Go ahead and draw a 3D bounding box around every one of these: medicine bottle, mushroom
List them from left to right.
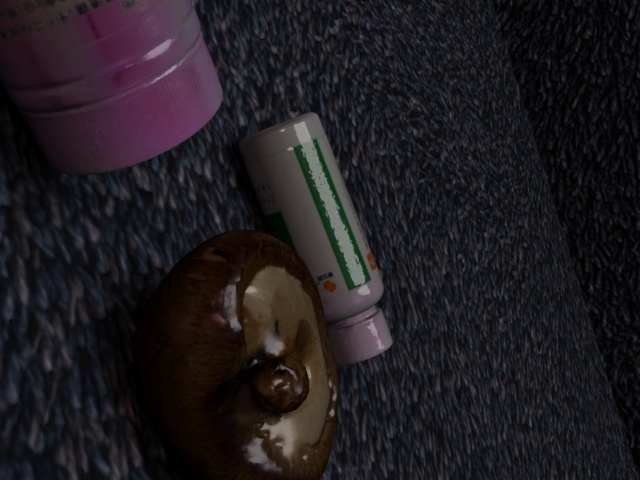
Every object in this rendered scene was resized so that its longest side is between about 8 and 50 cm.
[{"bbox_3d":[-0.179,-0.188,0.735,0.152,0.152,0.254,-72,149,-52],"label":"medicine bottle"},{"bbox_3d":[-0.067,0.103,0.854,0.194,0.138,0.231,-76,153,-71],"label":"mushroom"},{"bbox_3d":[0.000,0.000,1.090,0.095,0.095,0.260,-31,101,-65],"label":"medicine bottle"}]
